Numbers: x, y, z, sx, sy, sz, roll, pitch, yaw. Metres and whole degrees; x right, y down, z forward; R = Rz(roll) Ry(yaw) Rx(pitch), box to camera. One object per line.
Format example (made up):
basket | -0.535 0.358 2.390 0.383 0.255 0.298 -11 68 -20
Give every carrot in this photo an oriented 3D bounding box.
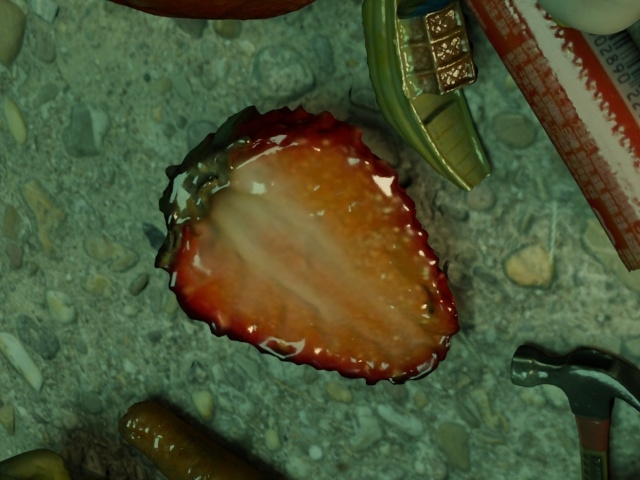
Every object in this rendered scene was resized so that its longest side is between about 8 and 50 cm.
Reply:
carrot | -0.107 0.205 0.887 0.186 0.060 0.060 29 122 19

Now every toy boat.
toy boat | 0.072 -0.114 0.643 0.066 0.065 0.172 2 119 40

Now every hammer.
hammer | 0.204 0.214 0.725 0.111 0.033 0.287 4 112 30

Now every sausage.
sausage | 0.148 -0.112 0.596 0.074 0.074 0.274 -31 93 35

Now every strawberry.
strawberry | 0.000 0.000 0.721 0.236 0.111 0.190 40 116 -18

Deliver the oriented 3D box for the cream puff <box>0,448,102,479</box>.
cream puff | -0.251 0.364 0.877 0.257 0.324 0.291 26 93 -4

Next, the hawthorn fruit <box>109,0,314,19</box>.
hawthorn fruit | -0.082 -0.247 0.572 0.262 0.258 0.258 -14 103 45

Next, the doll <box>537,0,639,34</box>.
doll | 0.189 -0.127 0.513 0.293 0.138 0.119 31 147 -9
